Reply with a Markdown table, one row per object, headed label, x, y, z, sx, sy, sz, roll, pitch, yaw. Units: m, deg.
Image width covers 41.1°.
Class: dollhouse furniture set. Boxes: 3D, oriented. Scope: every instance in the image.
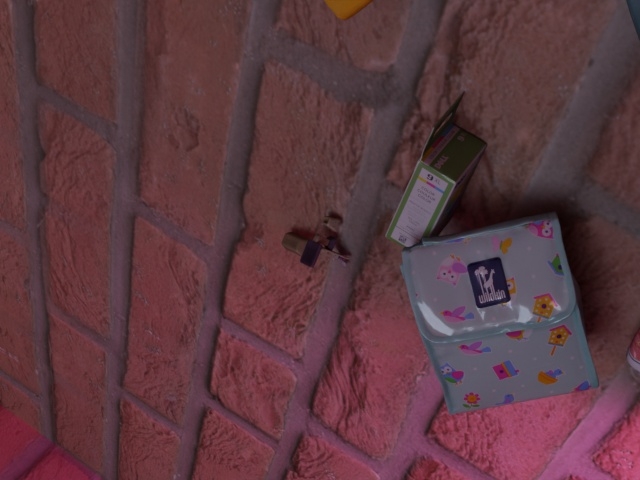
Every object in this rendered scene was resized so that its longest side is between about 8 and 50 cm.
| label | x | y | z | sx | sy | sz | roll | pitch | yaw |
| --- | --- | --- | --- | --- | --- | --- | --- | --- | --- |
| dollhouse furniture set | 0.000 | 0.000 | 1.444 | 0.081 | 0.091 | 0.114 | 21 | -179 | -38 |

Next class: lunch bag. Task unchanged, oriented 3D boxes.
| label | x | y | z | sx | sy | sz | roll | pitch | yaw |
| --- | --- | --- | --- | --- | --- | --- | --- | --- | --- |
| lunch bag | 0.246 | 0.093 | 1.177 | 0.223 | 0.160 | 0.262 | -13 | 121 | 15 |

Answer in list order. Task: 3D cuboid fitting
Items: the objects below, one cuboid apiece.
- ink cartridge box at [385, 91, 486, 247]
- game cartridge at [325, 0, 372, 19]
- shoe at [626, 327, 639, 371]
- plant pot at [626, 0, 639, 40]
| label | x | y | z | sx | sy | sz | roll | pitch | yaw |
| --- | --- | --- | --- | --- | --- | --- | --- | --- | --- |
| ink cartridge box | 0.166 | -0.086 | 1.169 | 0.062 | 0.109 | 0.209 | 32 | 137 | 12 |
| game cartridge | 0.046 | -0.429 | 0.925 | 0.285 | 0.052 | 0.324 | 48 | 141 | -15 |
| shoe | 0.506 | 0.165 | 1.146 | 0.178 | 0.063 | 0.081 | 26 | 139 | 24 |
| plant pot | 0.404 | -0.236 | 0.831 | 0.166 | 0.165 | 0.234 | -31 | 94 | 47 |
